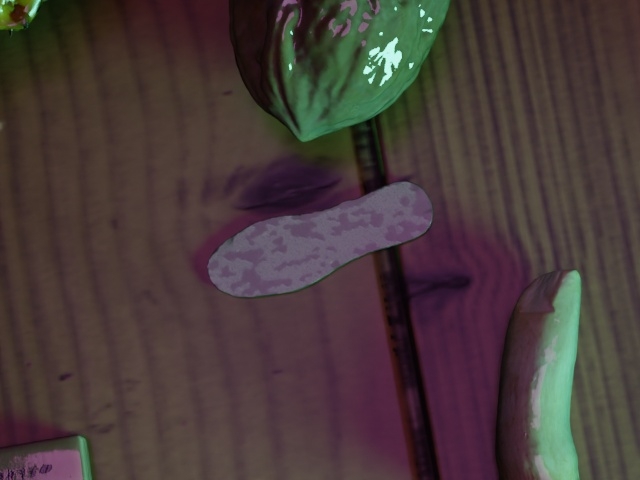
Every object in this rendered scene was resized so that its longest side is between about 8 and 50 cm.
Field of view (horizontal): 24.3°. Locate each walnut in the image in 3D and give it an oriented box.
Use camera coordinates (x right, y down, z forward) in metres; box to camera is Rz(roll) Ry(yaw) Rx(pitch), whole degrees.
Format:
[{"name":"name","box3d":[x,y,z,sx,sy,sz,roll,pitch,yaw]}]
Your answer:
[{"name":"walnut","box3d":[0.013,-0.190,1.180,0.178,0.178,0.230,14,87,7]}]

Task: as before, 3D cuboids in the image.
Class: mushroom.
[{"name":"mushroom","box3d":[0.174,0.125,1.159,0.071,0.084,0.209,6,78,-15]}]

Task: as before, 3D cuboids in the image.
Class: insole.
[{"name":"insole","box3d":[0.000,0.000,1.227,0.193,0.006,0.065,-20,79,1]}]

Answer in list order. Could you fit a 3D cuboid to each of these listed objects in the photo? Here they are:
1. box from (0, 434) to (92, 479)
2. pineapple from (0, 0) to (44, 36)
[{"name":"box","box3d":[-0.245,0.189,1.208,0.115,0.025,0.048,-9,82,3]},{"name":"pineapple","box3d":[-0.273,-0.335,1.246,0.286,0.209,0.344,-15,105,-24]}]
